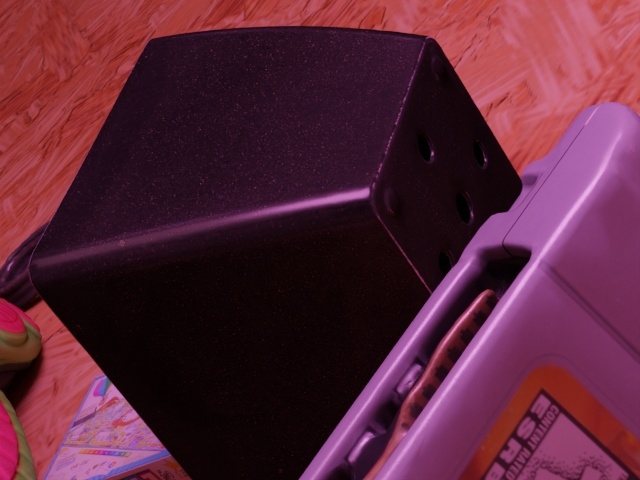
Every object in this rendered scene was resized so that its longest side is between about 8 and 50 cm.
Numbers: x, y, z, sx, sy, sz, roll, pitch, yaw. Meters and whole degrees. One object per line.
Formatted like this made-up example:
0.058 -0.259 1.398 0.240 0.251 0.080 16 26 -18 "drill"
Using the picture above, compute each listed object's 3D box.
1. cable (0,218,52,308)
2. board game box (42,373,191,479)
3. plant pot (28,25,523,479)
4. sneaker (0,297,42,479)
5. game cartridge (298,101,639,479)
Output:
-0.165 -0.039 1.336 0.287 0.072 0.139 -20 43 44 "cable"
-0.097 0.107 1.048 0.154 0.026 0.103 -24 32 41 "board game box"
0.000 0.000 0.883 0.167 0.188 0.187 -15 36 31 "plant pot"
-0.301 0.122 1.171 0.202 0.185 0.483 -50 15 8 "sneaker"
0.066 0.134 0.507 0.297 0.198 0.062 -54 16 -17 "game cartridge"
